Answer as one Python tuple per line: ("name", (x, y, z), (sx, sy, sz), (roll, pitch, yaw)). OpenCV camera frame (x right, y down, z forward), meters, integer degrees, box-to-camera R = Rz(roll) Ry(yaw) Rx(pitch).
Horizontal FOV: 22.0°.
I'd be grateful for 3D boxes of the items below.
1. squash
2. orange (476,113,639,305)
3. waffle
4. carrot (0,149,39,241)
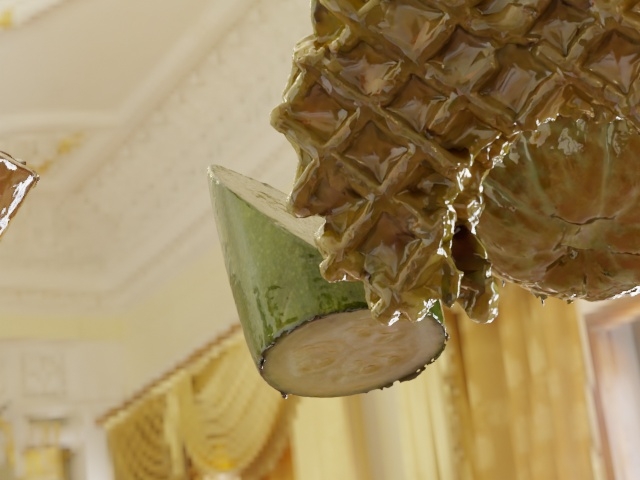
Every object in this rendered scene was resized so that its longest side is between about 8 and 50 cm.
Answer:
("squash", (0.000, 0.000, 1.512), (0.189, 0.261, 0.189), (-9, -32, -5))
("orange", (0.268, -0.084, 1.635), (0.329, 0.249, 0.329), (4, -39, 3))
("waffle", (0.125, -0.097, 1.131), (0.324, 0.261, 0.151), (-31, -3, 13))
("carrot", (-0.269, 0.037, 0.783), (0.196, 0.254, 0.196), (24, -6, 3))
